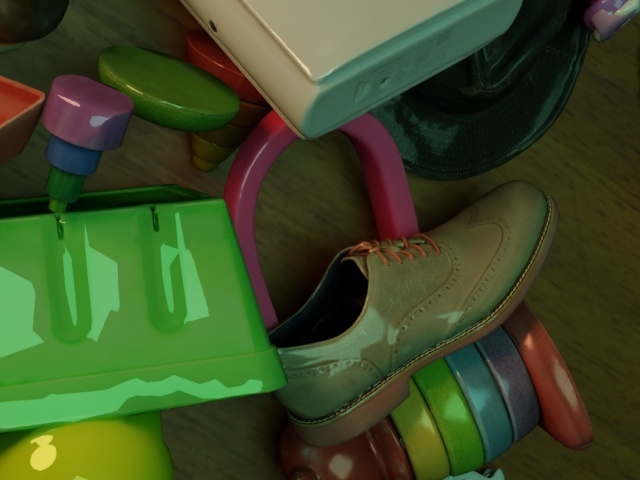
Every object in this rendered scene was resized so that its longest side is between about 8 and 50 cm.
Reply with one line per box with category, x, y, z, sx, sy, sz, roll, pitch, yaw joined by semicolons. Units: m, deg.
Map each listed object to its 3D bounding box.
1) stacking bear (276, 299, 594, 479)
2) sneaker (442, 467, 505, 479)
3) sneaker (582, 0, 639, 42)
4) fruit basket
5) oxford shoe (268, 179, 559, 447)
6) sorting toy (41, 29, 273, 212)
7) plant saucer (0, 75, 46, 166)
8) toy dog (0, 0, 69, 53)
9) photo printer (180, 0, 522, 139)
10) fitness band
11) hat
stacking bear;0.095;0.180;1.448;0.289;0.175;0.164;-25;106;-9
sneaker;0.131;0.268;1.525;0.152;0.053;0.061;2;86;-27
sneaker;0.310;-0.299;1.487;0.104;0.095;0.236;41;52;-9
fruit basket;-0.223;0.148;1.246;0.392;0.283;0.392;-3;98;-21
oxford shoe;0.089;0.041;1.373;0.348;0.123;0.130;-43;122;-20
sorting toy;-0.139;-0.094;1.273;0.127;0.365;0.126;29;113;14
plant saucer;-0.377;-0.060;1.169;0.258;0.259;0.048;-38;128;-26
toy dog;-0.311;-0.354;1.194;0.395;0.284;0.408;0;97;-47
photo printer;-0.006;-0.263;1.309;0.256;0.107;0.307;-29;66;-23
fitness band;0.000;0.000;1.395;0.209;0.054;0.291;-30;124;-23
hat;0.164;-0.221;1.438;0.331;0.134;0.331;-3;97;-22
